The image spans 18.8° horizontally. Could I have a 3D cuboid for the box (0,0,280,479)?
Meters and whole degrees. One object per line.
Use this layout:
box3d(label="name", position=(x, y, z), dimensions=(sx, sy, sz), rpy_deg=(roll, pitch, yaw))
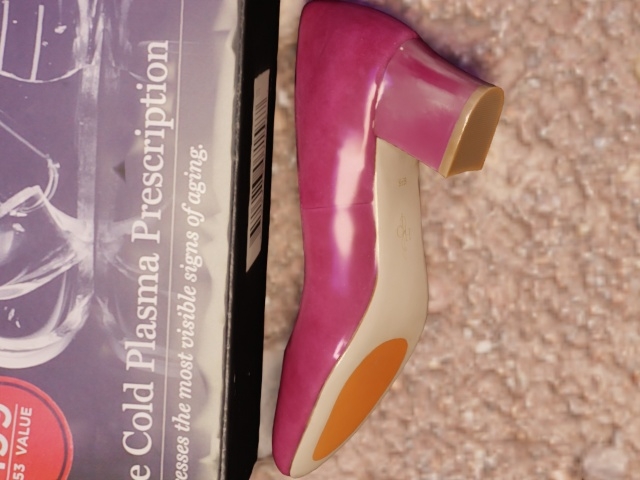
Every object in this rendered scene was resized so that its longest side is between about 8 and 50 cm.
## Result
box3d(label="box", position=(-0.185, -0.038, 0.949), dimensions=(0.313, 0.179, 0.343), rpy_deg=(3, 99, 4))

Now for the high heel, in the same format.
box3d(label="high heel", position=(0.000, 0.000, 1.010), dimensions=(0.117, 0.082, 0.244), rpy_deg=(31, 115, 26))
